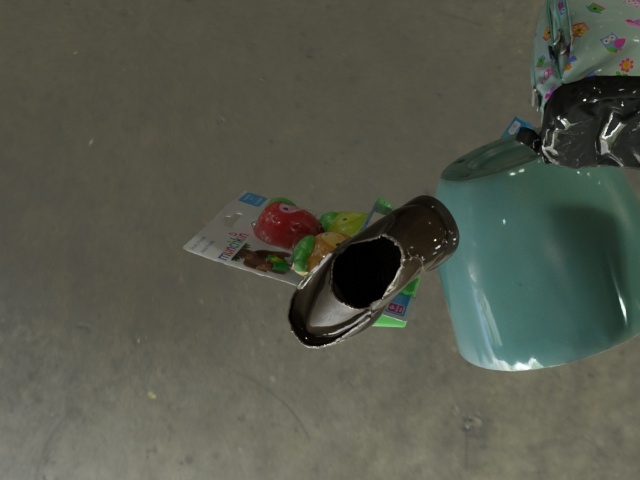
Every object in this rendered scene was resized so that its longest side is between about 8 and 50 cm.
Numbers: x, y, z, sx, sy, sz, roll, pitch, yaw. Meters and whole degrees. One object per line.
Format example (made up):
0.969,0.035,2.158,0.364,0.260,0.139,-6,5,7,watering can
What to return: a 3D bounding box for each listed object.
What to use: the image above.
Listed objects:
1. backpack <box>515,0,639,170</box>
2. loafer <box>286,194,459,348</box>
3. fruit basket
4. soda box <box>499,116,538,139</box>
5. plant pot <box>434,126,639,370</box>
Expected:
0.249,-0.151,0.793,0.151,0.182,0.115,8,143,-7,backpack
0.027,0.034,0.836,0.080,0.078,0.220,55,133,13,loafer
0.000,0.000,1.489,0.353,0.327,0.165,22,112,6,fruit basket
0.294,-0.094,1.521,0.067,0.071,0.210,44,112,26,soda box
0.277,-0.009,1.196,0.293,0.293,0.235,-23,104,-5,plant pot
